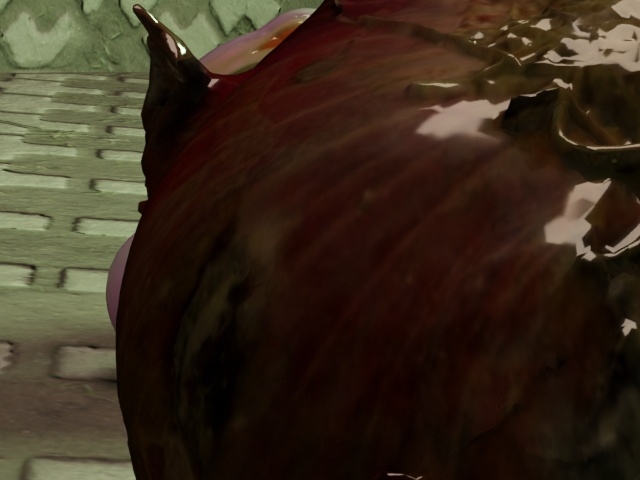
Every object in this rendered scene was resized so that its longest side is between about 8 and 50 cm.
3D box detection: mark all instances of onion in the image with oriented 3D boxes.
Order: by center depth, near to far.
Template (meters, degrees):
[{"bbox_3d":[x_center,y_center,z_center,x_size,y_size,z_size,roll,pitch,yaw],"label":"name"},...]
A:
[{"bbox_3d":[0.093,0.023,0.608,0.353,0.354,0.353,5,10,-1],"label":"onion"}]

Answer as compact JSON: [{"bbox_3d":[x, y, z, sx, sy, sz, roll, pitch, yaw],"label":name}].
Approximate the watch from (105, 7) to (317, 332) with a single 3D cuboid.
[{"bbox_3d":[0.000,0.000,1.102,0.210,0.249,0.217,6,-16,13],"label":"watch"}]
